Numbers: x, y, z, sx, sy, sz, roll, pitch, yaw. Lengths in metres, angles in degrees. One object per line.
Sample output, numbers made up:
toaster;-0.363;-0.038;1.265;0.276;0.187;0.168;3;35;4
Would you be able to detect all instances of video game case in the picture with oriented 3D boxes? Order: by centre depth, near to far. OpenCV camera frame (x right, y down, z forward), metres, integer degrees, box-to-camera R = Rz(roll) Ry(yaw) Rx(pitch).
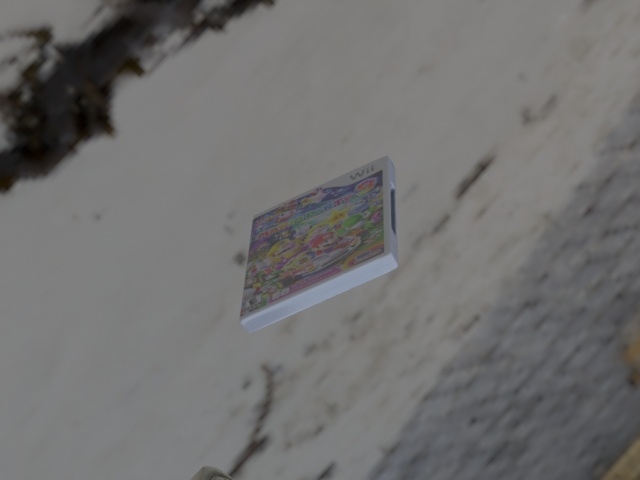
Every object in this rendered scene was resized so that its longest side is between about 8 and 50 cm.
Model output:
video game case;0.000;0.000;0.967;0.087;0.011;0.122;-25;-157;13

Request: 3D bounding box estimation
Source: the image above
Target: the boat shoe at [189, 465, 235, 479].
boat shoe;-0.067;0.200;0.973;0.103;0.113;0.302;-44;173;3
